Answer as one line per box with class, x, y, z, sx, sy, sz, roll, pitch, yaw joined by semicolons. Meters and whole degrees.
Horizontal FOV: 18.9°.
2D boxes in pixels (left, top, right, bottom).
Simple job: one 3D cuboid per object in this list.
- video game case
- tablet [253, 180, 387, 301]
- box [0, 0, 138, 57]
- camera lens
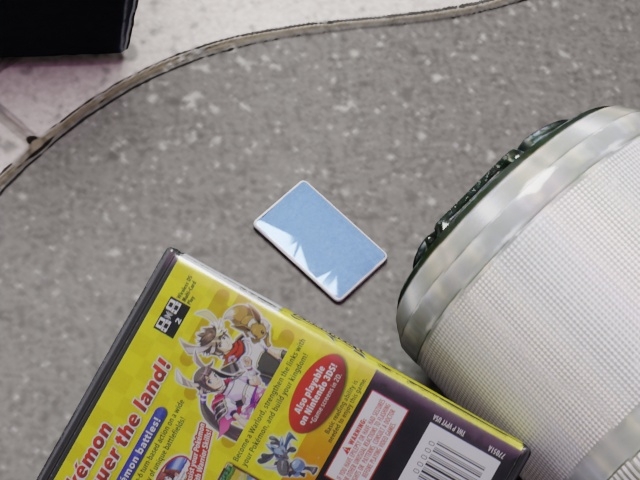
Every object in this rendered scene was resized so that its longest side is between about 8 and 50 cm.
video game case;-0.048;0.182;1.140;0.248;0.035;0.275;29;88;5
tablet;0.000;0.000;1.329;0.083;0.006;0.054;43;62;11
box;-0.376;-0.386;1.297;0.479;0.297;0.472;-3;64;-12
camera lens;0.200;0.069;1.208;0.219;0.219;0.274;-35;73;-25
